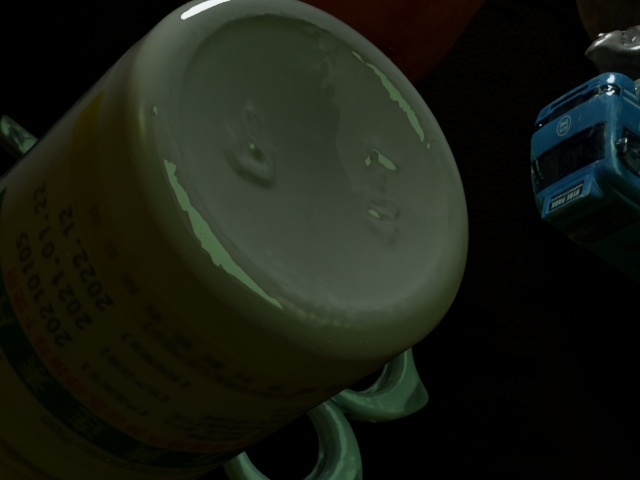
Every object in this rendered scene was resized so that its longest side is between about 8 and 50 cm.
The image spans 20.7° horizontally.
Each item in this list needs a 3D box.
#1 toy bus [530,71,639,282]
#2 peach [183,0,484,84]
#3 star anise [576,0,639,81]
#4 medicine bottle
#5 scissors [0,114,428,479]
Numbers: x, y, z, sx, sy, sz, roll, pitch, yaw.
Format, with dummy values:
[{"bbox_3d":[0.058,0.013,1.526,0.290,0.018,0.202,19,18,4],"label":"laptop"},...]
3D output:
[{"bbox_3d":[0.297,-0.031,1.503,0.246,0.113,0.134,31,55,-23],"label":"toy bus"},{"bbox_3d":[0.019,-0.226,1.313,0.281,0.238,0.281,6,82,-53],"label":"peach"},{"bbox_3d":[0.325,-0.172,1.615,0.257,0.111,0.198,20,53,-37],"label":"star anise"},{"bbox_3d":[-0.097,0.031,0.985,0.208,0.340,0.208,20,53,-29],"label":"medicine bottle"},{"bbox_3d":[-0.087,0.035,1.203,0.360,0.029,0.191,40,60,-6],"label":"scissors"}]
